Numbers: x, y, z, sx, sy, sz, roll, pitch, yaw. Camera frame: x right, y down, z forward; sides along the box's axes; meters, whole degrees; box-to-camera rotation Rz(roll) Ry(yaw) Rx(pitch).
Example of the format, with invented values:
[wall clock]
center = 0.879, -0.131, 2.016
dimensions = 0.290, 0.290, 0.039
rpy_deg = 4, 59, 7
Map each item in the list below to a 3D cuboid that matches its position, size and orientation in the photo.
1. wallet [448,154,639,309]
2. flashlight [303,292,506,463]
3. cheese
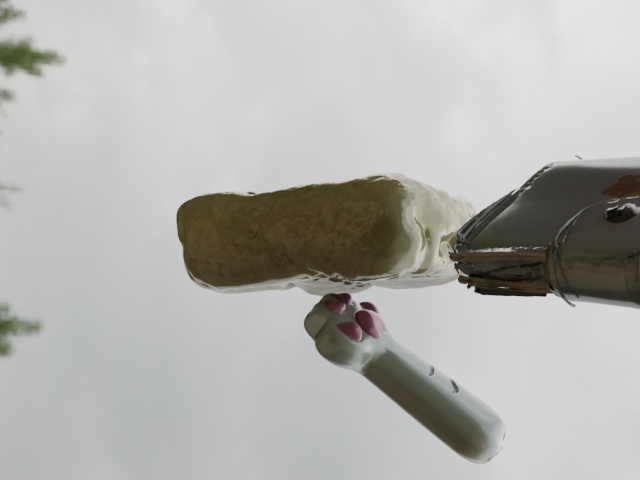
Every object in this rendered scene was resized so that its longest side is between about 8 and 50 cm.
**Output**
[wallet]
center = 0.207, -0.004, 0.840
dimensions = 0.231, 0.170, 0.069
rpy_deg = 0, -63, 43
[flashlight]
center = 0.075, 0.115, 1.200
dimensions = 0.200, 0.093, 0.047
rpy_deg = 38, -69, 5
[cheese]
center = 0.000, -0.002, 1.191
dimensions = 0.263, 0.159, 0.093
rpy_deg = -5, -99, 35
